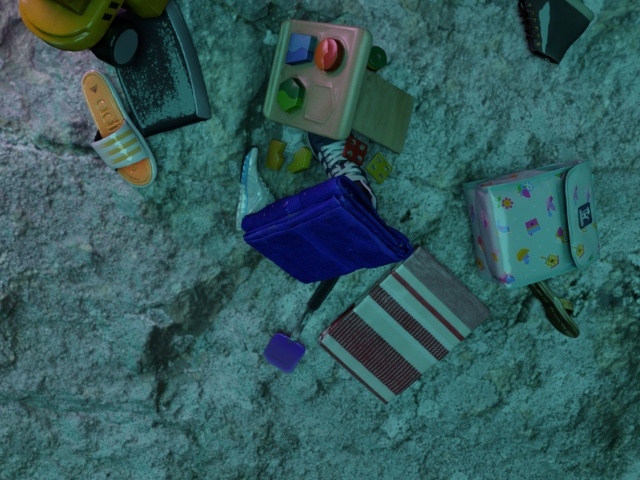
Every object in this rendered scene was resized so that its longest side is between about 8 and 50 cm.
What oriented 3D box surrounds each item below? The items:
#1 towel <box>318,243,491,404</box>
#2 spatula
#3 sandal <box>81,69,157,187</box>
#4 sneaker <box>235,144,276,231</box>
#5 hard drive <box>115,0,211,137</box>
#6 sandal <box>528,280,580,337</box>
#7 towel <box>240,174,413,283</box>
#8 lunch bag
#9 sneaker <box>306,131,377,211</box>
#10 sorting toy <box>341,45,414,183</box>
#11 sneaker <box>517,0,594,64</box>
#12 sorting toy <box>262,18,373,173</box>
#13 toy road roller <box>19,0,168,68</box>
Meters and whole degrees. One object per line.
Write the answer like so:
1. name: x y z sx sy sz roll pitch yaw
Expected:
1. towel: 0.187 0.195 1.368 0.237 0.037 0.329 44 102 -10
2. spatula: -0.033 0.175 1.370 0.084 0.030 0.296 31 102 -3
3. sandal: -0.443 -0.225 1.261 0.102 0.076 0.265 -24 98 26
4. sneaker: -0.135 -0.110 1.298 0.083 0.071 0.190 5 111 -6
5. hard drive: -0.340 -0.355 1.249 0.172 0.054 0.254 -14 102 5
6. sandal: 0.523 0.140 1.334 0.049 0.072 0.180 -36 95 -13
7. towel: 0.000 0.000 1.201 0.308 0.076 0.228 -18 128 46
8. lunch bag: 0.453 -0.039 1.246 0.262 0.160 0.223 -13 99 -7
9. sneaker: 0.044 -0.146 1.233 0.099 0.153 0.282 -20 101 6
10. sorting toy: 0.115 -0.249 1.234 0.132 0.046 0.274 22 72 -26
11. sneaker: 0.418 -0.448 1.191 0.222 0.083 0.118 29 102 -6
12. sorting toy: -0.029 -0.278 1.205 0.229 0.041 0.307 23 106 37
13. toy road roller: -0.411 -0.498 1.090 0.203 0.240 0.329 29 88 8
